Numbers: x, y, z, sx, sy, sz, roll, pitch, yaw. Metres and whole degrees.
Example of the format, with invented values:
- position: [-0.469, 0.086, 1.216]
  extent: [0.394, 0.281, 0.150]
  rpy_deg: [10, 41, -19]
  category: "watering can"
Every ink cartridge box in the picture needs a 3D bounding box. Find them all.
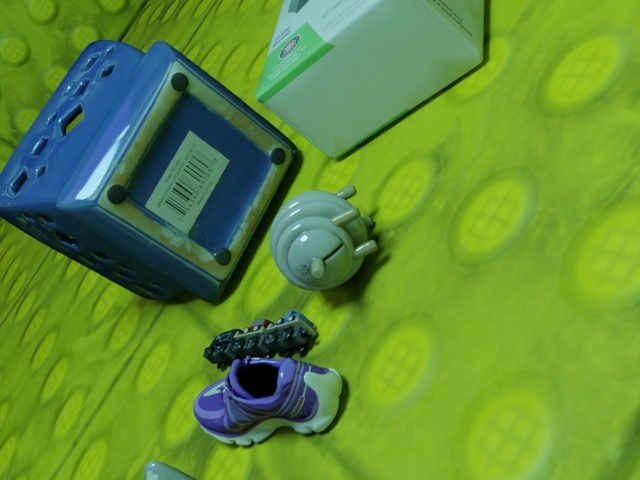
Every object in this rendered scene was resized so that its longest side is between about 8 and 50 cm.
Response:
- position: [0.058, -0.248, 0.847]
  extent: [0.198, 0.115, 0.272]
  rpy_deg: [-31, 36, 39]
  category: "ink cartridge box"

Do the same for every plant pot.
- position: [-0.180, -0.071, 0.921]
  extent: [0.212, 0.236, 0.236]
  rpy_deg: [8, 66, 54]
  category: "plant pot"

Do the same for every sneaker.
- position: [-0.055, 0.117, 0.676]
  extent: [0.170, 0.071, 0.068]
  rpy_deg: [-24, 41, 47]
  category: "sneaker"

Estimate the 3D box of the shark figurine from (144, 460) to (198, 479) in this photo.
- position: [-0.079, 0.241, 0.587]
  extent: [0.116, 0.166, 0.278]
  rpy_deg: [-47, -4, -44]
  category: "shark figurine"

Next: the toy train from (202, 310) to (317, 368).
- position: [-0.055, 0.089, 0.758]
  extent: [0.158, 0.027, 0.036]
  rpy_deg: [-19, 33, 50]
  category: "toy train"

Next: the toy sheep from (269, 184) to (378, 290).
- position: [0.000, 0.000, 0.704]
  extent: [0.091, 0.091, 0.132]
  rpy_deg: [-48, 10, 14]
  category: "toy sheep"
